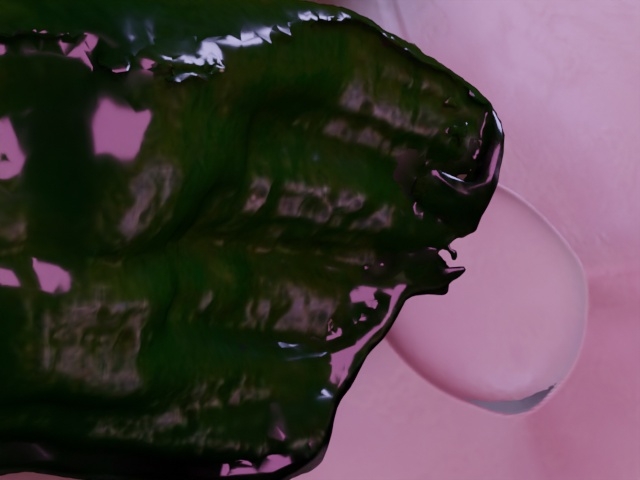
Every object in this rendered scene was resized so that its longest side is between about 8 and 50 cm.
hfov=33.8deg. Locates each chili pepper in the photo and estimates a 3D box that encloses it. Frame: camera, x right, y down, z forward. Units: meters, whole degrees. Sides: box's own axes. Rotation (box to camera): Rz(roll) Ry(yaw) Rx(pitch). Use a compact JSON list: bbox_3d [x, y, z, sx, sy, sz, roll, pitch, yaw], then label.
[{"bbox_3d":[-0.097,-0.008,0.444,0.385,0.213,0.167,-6,27,-36],"label":"chili pepper"}]
